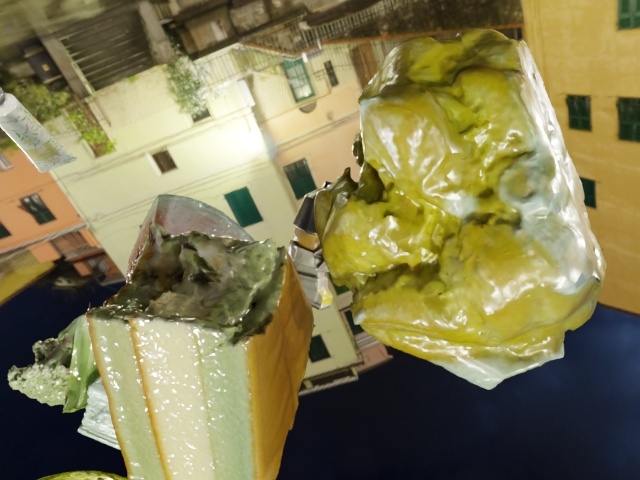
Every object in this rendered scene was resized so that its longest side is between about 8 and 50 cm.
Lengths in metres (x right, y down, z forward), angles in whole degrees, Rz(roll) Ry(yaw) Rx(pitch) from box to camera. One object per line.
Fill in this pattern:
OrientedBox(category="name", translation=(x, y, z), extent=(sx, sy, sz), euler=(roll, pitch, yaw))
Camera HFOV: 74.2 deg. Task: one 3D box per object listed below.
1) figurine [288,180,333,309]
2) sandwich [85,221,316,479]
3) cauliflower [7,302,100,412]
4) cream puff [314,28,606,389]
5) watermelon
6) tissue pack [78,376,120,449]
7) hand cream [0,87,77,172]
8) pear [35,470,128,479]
OrientedBox(category="figurine", translation=(-0.001, 0.000, 0.987), extent=(0.143, 0.308, 0.308), euler=(7, -169, -35))
OrientedBox(category="sandwich", translation=(-0.111, 0.123, 0.397), extent=(0.155, 0.198, 0.227), euler=(5, -120, 13))
OrientedBox(category="cauliflower", translation=(-0.681, 0.320, 1.169), extent=(0.239, 0.257, 0.315), euler=(1, -107, 68))
OrientedBox(category="cream puff", translation=(0.143, -0.034, 0.492), extent=(0.276, 0.378, 0.378), euler=(-18, -154, 37))
OrientedBox(category="watermelon", translation=(-0.201, 0.087, 0.698), extent=(0.148, 0.318, 0.226), euler=(-34, -172, 34))
OrientedBox(category="tissue pack", translation=(-0.428, 0.425, 1.185), extent=(0.288, 0.162, 0.388), euler=(22, -172, 0))
OrientedBox(category="hand cream", translation=(-0.465, -0.168, 0.678), extent=(0.067, 0.194, 0.042), euler=(-31, -107, -15))
OrientedBox(category="pear", translation=(-0.309, 0.506, 0.508), extent=(0.391, 0.391, 0.391), euler=(-17, -151, 10))
